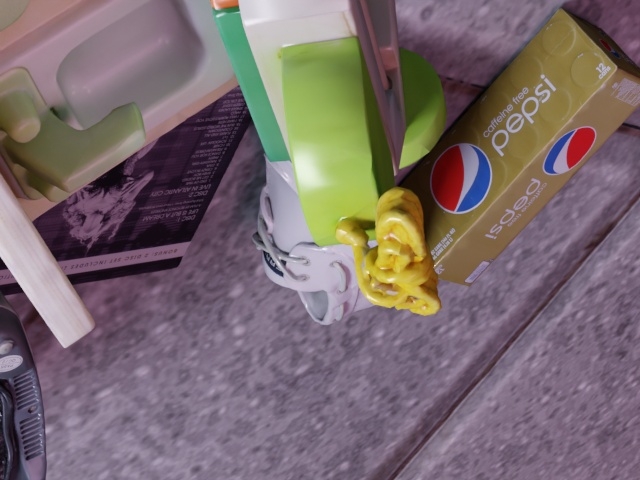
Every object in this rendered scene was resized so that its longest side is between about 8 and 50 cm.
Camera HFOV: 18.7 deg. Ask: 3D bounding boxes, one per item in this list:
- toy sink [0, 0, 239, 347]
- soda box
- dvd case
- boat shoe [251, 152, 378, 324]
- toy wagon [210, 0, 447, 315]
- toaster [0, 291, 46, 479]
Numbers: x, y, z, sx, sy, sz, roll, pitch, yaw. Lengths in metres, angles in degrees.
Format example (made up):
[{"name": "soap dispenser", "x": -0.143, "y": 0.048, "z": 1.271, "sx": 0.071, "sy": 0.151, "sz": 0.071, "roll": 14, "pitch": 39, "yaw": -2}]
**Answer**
[{"name": "toy sink", "x": -0.116, "y": -0.105, "z": 0.739, "sx": 0.131, "sy": 0.234, "sz": 0.153, "roll": -34, "pitch": 149, "yaw": -7}, {"name": "soda box", "x": 0.123, "y": -0.057, "z": 1.232, "sx": 0.181, "sy": 0.061, "sz": 0.058, "roll": -48, "pitch": 148, "yaw": 18}, {"name": "dvd case", "x": -0.104, "y": -0.059, "z": 1.032, "sx": 0.164, "sy": 0.018, "sz": 0.221, "roll": -9, "pitch": 139, "yaw": -42}, {"name": "boat shoe", "x": 0.000, "y": 0.000, "z": 1.157, "sx": 0.076, "sy": 0.083, "sz": 0.226, "roll": -38, "pitch": 151, "yaw": -2}, {"name": "toy wagon", "x": -0.002, "y": -0.131, "z": 0.738, "sx": 0.068, "sy": 0.344, "sz": 0.267, "roll": -7, "pitch": 150, "yaw": 8}, {"name": "toaster", "x": -0.218, "y": 0.068, "z": 0.955, "sx": 0.129, "sy": 0.146, "sz": 0.227, "roll": -25, "pitch": 147, "yaw": -19}]
